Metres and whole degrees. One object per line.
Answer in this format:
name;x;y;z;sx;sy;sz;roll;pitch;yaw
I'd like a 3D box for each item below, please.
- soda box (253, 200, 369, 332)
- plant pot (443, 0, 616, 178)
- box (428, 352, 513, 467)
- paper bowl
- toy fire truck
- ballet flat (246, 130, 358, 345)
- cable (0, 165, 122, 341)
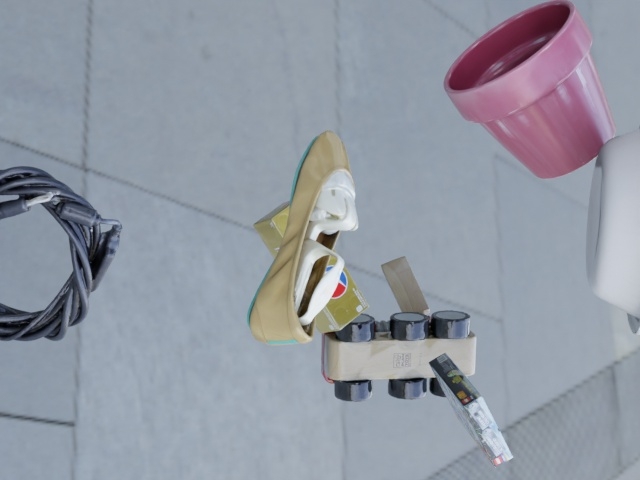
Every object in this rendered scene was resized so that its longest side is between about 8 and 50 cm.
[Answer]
soda box;-0.013;0.034;1.773;0.061;0.058;0.181;-37;100;-29
plant pot;0.294;-0.190;1.733;0.180;0.201;0.201;52;40;-21
box;0.178;0.201;1.557;0.094;0.027;0.137;61;-3;-21
paper bowl;0.411;-0.023;1.605;0.284;0.148;0.284;5;90;-84
toy fire truck;0.101;0.126;1.947;0.246;0.217;0.159;-131;-140;-75
ballet flat;0.000;0.000;1.291;0.080;0.073;0.232;40;64;-52
cable;-0.267;0.020;1.138;0.150;0.184;0.047;22;35;-20
